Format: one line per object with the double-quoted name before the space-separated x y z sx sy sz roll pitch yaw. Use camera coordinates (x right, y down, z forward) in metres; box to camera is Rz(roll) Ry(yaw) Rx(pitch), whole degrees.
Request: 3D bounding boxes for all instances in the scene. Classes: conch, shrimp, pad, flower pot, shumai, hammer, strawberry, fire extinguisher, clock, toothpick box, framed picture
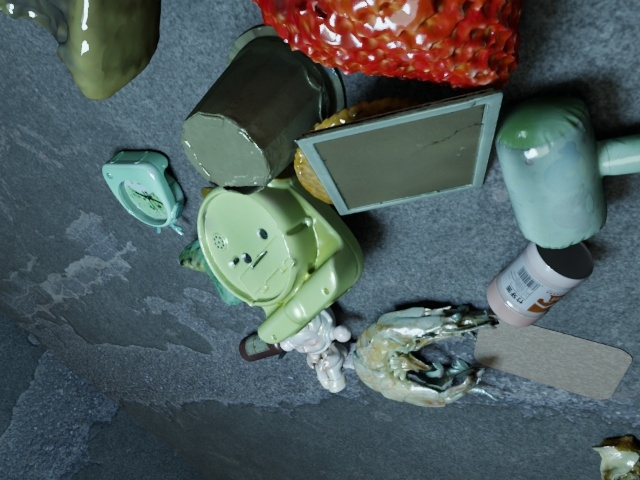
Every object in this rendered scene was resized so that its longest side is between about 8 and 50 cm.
"conch" -0.212 0.061 1.216 0.188 0.122 0.176 44 161 -12
"shrimp" 0.219 0.236 1.106 0.247 0.085 0.360 49 128 -8
"pad" 0.438 0.228 1.056 0.266 0.002 0.176 14 139 21
"flower pot" -0.095 -0.177 0.822 0.212 0.202 0.212 19 144 15
"shumai" 0.613 0.462 1.107 0.116 0.145 0.145 52 141 4
"hammer" 0.396 -0.100 0.660 0.336 0.119 0.206 -8 129 31
"strawberry" 0.082 -0.287 0.575 0.351 0.267 0.312 27 -178 -43
"fire extinguisher" -0.129 0.274 1.403 0.071 0.099 0.231 42 142 -20
"clock" -0.108 0.001 1.019 0.348 0.117 0.286 50 133 7
"clock" -0.370 -0.096 1.192 0.159 0.066 0.210 7 136 28
"toothpick box" 0.343 0.060 0.862 0.098 0.098 0.149 28 141 4
"framed picture" 0.110 -0.104 0.724 0.231 0.018 0.293 -11 164 9

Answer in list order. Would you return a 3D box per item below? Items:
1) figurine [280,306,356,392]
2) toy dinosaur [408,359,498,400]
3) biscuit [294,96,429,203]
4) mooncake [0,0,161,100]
"figurine" 0.000 0.214 1.238 0.182 0.144 0.256 14 145 52
"toy dinosaur" 0.268 0.310 1.217 0.242 0.053 0.167 24 142 9
"biscuit" 0.084 -0.122 0.795 0.254 0.035 0.254 -7 154 -3
"mooncake" -0.391 -0.374 0.644 0.393 0.394 0.246 63 147 26
